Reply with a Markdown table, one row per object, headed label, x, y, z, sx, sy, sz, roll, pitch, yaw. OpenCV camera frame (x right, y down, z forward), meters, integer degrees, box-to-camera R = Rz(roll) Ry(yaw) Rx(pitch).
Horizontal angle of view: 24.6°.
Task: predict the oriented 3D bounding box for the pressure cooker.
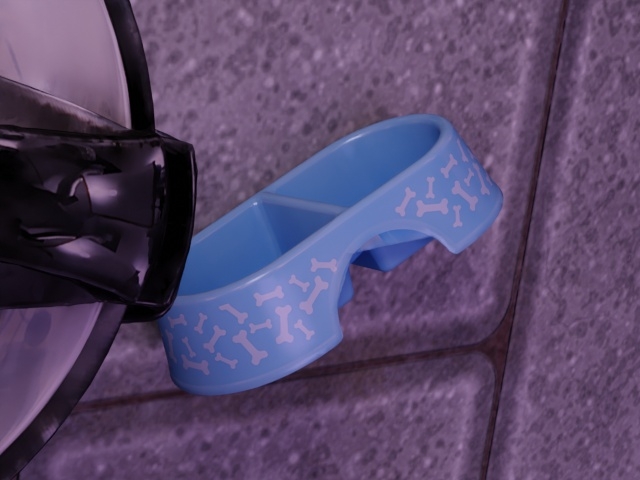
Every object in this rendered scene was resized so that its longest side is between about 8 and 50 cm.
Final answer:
| label | x | y | z | sx | sy | sz | roll | pitch | yaw |
| --- | --- | --- | --- | --- | --- | --- | --- | --- | --- |
| pressure cooker | -0.283 | -0.043 | 0.639 | 0.370 | 0.420 | 0.375 | -40 | 116 | -27 |

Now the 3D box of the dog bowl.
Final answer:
| label | x | y | z | sx | sy | sz | roll | pitch | yaw |
| --- | --- | --- | --- | --- | --- | --- | --- | --- | --- |
| dog bowl | 0.000 | 0.000 | 1.096 | 0.297 | 0.166 | 0.074 | -35 | 113 | -24 |
